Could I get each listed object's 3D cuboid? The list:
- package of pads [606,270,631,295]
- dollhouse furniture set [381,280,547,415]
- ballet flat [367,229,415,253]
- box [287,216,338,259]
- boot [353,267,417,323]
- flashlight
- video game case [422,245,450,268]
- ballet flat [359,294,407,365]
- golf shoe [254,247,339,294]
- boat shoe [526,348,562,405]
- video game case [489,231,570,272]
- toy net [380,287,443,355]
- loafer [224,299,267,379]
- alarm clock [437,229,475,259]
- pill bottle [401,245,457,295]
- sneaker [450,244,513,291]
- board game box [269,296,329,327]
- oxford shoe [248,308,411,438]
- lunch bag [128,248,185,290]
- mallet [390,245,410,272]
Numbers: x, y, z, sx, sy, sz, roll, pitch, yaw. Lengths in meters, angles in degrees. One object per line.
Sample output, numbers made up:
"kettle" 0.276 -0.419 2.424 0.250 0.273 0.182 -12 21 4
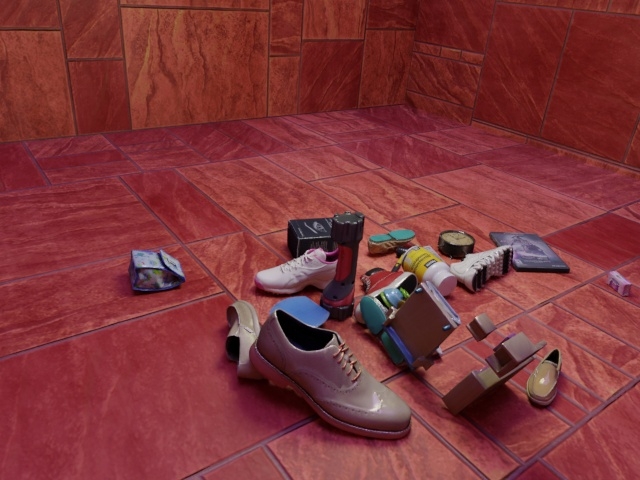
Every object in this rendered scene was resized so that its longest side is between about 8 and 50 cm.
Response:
"package of pads" 1.001 0.145 1.722 0.031 0.050 0.083 -6 29 -9
"dollhouse furniture set" 0.338 0.194 1.210 0.198 0.286 0.303 -16 58 -35
"ballet flat" 0.251 0.007 1.850 0.206 0.067 0.073 -8 34 -28
"box" 0.000 0.000 1.779 0.207 0.108 0.153 -4 29 -15
"boot" 0.150 0.160 1.542 0.244 0.089 0.176 -31 26 -35
"flashlight" 0.055 0.072 1.434 0.103 0.304 0.103 9 28 11
"video game case" 0.381 0.066 1.776 0.087 0.011 0.122 -8 45 -33
"ballet flat" 0.183 0.238 1.368 0.079 0.077 0.221 8 37 -44
"golf shoe" -0.052 0.083 1.579 0.306 0.140 0.115 -5 30 -15
"boat shoe" 0.557 0.328 1.270 0.068 0.072 0.190 18 30 24
"video game case" 0.771 0.040 1.918 0.196 0.026 0.274 2 28 -5
"toy net" 0.256 0.225 1.406 0.122 0.045 0.232 24 29 -58
"loafer" -0.197 0.242 1.285 0.092 0.102 0.268 -2 28 -26
"alarm clock" 0.505 0.005 1.898 0.129 0.064 0.192 16 32 21
"pill bottle" 0.349 0.099 1.648 0.103 0.103 0.184 -10 30 -26
"sneaker" 0.551 0.075 1.739 0.292 0.110 0.118 -18 26 -38
"board game box" -0.060 0.216 1.437 0.133 0.033 0.168 -22 32 -33
"oxford shoe" 0.033 0.291 1.122 0.396 0.147 0.140 27 29 5
"lunch bag" -0.493 0.089 1.554 0.151 0.096 0.129 7 21 -28
"mallet" 0.260 0.074 1.762 0.062 0.039 0.189 21 35 26
